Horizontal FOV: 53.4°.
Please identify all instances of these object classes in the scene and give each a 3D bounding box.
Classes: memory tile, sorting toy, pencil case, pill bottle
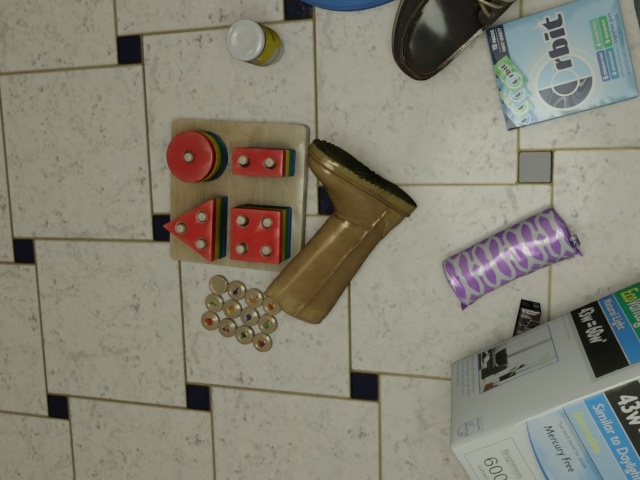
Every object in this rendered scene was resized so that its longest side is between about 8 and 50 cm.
[{"bbox_3d":[-0.147,0.134,1.170,0.148,0.012,0.113,20,103,14],"label":"memory tile"},{"bbox_3d":[-0.158,-0.076,1.102,0.256,0.089,0.257,6,100,17],"label":"sorting toy"},{"bbox_3d":[0.292,0.028,0.984,0.206,0.086,0.088,-26,113,20],"label":"pencil case"},{"bbox_3d":[-0.101,-0.317,1.034,0.065,0.116,0.065,2,99,16],"label":"pill bottle"}]

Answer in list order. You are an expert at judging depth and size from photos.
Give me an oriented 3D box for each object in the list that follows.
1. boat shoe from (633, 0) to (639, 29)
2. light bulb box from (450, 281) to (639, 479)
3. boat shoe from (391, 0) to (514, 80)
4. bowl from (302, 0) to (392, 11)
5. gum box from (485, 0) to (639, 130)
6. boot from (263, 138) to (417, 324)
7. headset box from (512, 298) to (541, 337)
[{"bbox_3d":[0.483,-0.337,0.863,0.088,0.096,0.267,-12,95,15],"label":"boat shoe"},{"bbox_3d":[0.420,0.288,0.873,0.361,0.225,0.357,-29,102,19],"label":"light bulb box"},{"bbox_3d":[0.228,-0.383,0.892,0.132,0.130,0.355,31,106,-16],"label":"boat shoe"},{"bbox_3d":[0.044,-0.560,0.976,0.391,0.077,0.390,3,99,17],"label":"bowl"},{"bbox_3d":[0.353,-0.262,0.941,0.185,0.041,0.156,-12,94,20],"label":"gum box"},{"bbox_3d":[0.000,0.000,1.010,0.236,0.089,0.269,29,110,-35],"label":"boot"},{"bbox_3d":[0.321,0.141,0.999,0.032,0.062,0.083,13,102,15],"label":"headset box"}]
